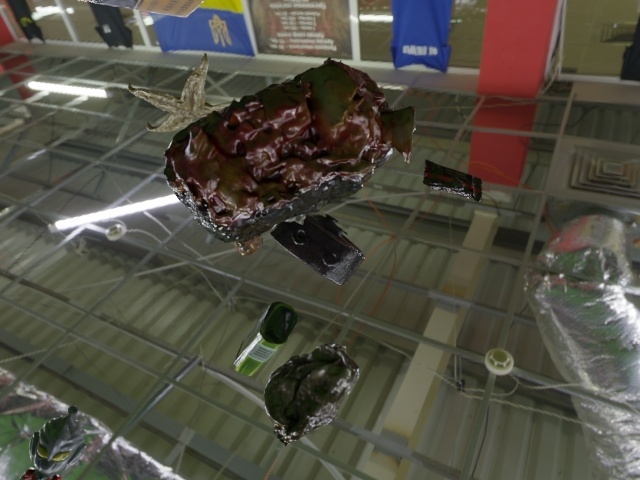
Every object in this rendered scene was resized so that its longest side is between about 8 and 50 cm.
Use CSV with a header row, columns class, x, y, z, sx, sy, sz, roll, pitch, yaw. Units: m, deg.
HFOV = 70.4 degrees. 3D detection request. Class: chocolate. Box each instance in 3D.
class,x,y,z,sx,sy,sz,roll,pitch,yaw
chocolate,0.361,-0.162,1.227,0.182,0.028,0.086,16,-114,-9

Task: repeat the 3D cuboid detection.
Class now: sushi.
class,x,y,z,sx,sy,sz,roll,pitch,yaw
sushi,-0.032,-0.118,0.629,0.343,0.197,0.182,-28,-168,-13

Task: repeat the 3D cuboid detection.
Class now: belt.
class,x,y,z,sx,sy,sz,roll,pitch,yaw
belt,0.000,0.000,1.388,0.289,0.164,0.184,35,-170,-7

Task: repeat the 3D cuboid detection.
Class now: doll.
class,x,y,z,sx,sy,sz,roll,pitch,yaw
doll,-0.478,0.387,0.808,0.094,0.079,0.180,22,-112,-10

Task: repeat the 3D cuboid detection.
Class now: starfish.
class,x,y,z,sx,sy,sz,roll,pitch,yaw
starfish,-0.303,-0.291,0.959,0.247,0.138,0.050,-12,-125,22

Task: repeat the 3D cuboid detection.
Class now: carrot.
class,x,y,z,sx,sy,sz,roll,pitch,yaw
carrot,-0.293,-0.063,1.478,0.101,0.263,0.102,-21,-142,18

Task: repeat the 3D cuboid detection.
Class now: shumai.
class,x,y,z,sx,sy,sz,roll,pitch,yaw
shumai,-0.023,0.322,1.055,0.184,0.186,0.218,35,-152,31

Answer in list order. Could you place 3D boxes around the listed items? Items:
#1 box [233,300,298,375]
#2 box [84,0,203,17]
class,x,y,z,sx,sy,sz,roll,pitch,yaw
box,-0.177,0.314,1.413,0.097,0.345,0.134,27,-128,-8
box,-0.304,-0.412,0.697,0.237,0.070,0.152,-8,-166,-31
